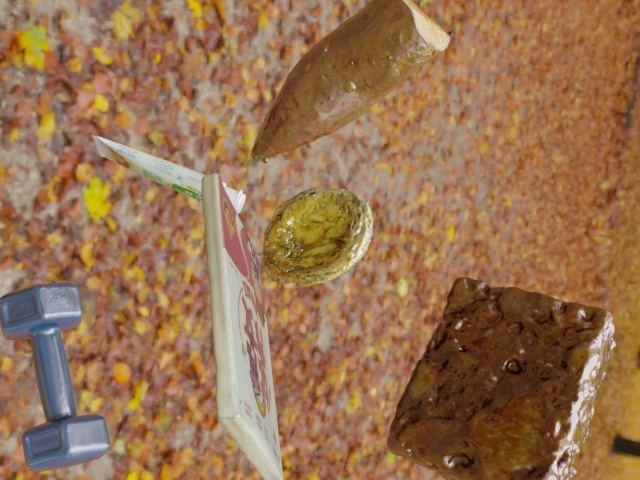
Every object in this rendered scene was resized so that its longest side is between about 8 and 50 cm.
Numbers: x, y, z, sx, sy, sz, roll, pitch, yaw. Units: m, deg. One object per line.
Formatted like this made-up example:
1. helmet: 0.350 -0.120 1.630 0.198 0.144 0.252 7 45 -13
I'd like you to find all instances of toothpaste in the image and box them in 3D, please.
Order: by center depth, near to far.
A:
1. toothpaste: -0.293 -0.129 1.756 0.056 0.315 0.058 -48 158 -66

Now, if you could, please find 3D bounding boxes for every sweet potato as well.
1. sweet potato: 0.021 -0.220 1.274 0.131 0.337 0.131 35 38 -32

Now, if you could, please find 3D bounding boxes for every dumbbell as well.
1. dumbbell: -0.464 0.234 1.586 0.156 0.144 0.316 1 69 -49

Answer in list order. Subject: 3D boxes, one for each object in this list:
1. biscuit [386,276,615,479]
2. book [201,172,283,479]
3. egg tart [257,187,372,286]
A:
1. biscuit: 0.347 0.284 1.726 0.395 0.343 0.166 -62 145 -20
2. book: -0.067 0.077 0.797 0.162 0.022 0.231 69 9 -56
3. egg tart: 0.000 0.000 1.826 0.098 0.252 0.231 48 23 -49
